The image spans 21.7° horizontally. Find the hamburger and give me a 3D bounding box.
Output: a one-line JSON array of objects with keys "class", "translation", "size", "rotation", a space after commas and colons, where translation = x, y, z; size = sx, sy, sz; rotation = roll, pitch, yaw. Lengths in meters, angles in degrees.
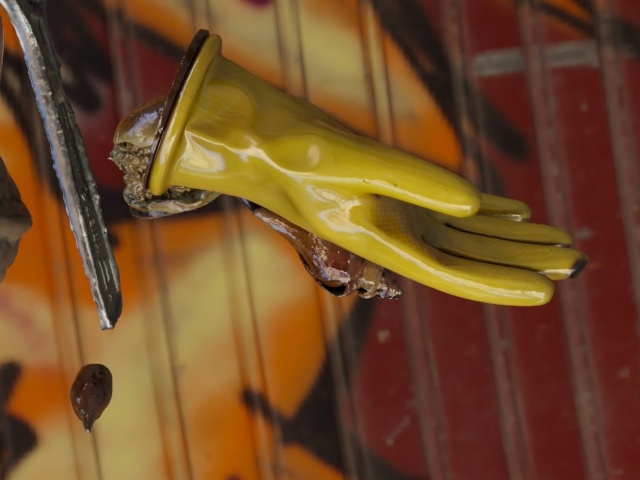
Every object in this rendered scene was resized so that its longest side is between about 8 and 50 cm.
[{"class": "hamburger", "translation": [-0.184, -0.113, 2.011], "size": [0.184, 0.159, 0.131], "rotation": [-7, 117, 34]}]

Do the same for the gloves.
[{"class": "gloves", "translation": [0.039, -0.037, 1.118], "size": [0.133, 0.294, 0.116], "rotation": [-69, 0, -55]}]

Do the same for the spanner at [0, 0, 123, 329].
[{"class": "spanner", "translation": [-0.184, -0.089, 1.155], "size": [0.093, 0.026, 0.326], "rotation": [-59, -42, -66]}]

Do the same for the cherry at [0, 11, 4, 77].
[{"class": "cherry", "translation": [-0.445, -0.142, 1.505], "size": [0.326, 0.291, 0.335], "rotation": [-46, 23, 58]}]

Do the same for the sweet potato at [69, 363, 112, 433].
[{"class": "sweet potato", "translation": [-0.257, 0.183, 1.879], "size": [0.117, 0.049, 0.049], "rotation": [-98, 9, -61]}]

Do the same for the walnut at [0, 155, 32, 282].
[{"class": "walnut", "translation": [-0.425, -0.023, 1.866], "size": [0.224, 0.224, 0.224], "rotation": [172, 90, -72]}]

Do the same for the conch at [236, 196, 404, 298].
[{"class": "conch", "translation": [0.005, -0.002, 2.054], "size": [0.233, 0.086, 0.080], "rotation": [50, 148, 3]}]
